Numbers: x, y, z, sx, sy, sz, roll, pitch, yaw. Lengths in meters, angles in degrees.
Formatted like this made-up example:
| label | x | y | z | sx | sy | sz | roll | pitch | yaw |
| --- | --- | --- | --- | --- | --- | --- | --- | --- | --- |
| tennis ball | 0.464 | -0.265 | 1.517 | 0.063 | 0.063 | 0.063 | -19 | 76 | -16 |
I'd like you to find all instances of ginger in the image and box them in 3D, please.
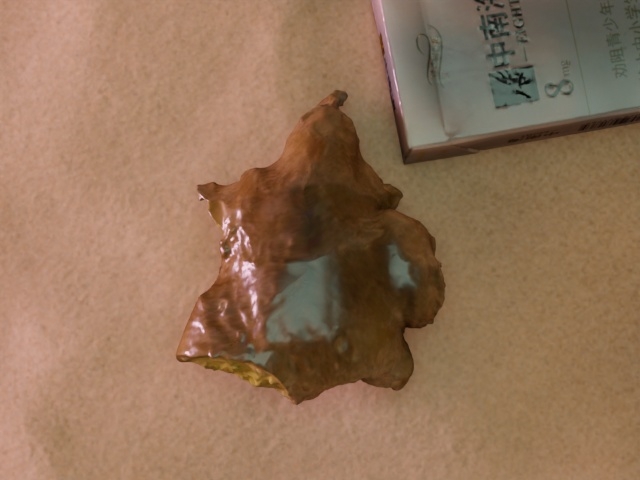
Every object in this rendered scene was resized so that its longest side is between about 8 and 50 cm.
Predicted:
| label | x | y | z | sx | sy | sz | roll | pitch | yaw |
| --- | --- | --- | --- | --- | --- | --- | --- | --- | --- |
| ginger | 0.000 | 0.000 | 1.508 | 0.218 | 0.123 | 0.270 | 13 | 81 | 4 |

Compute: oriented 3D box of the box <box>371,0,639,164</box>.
| label | x | y | z | sx | sy | sz | roll | pitch | yaw |
| --- | --- | --- | --- | --- | --- | --- | --- | --- | --- |
| box | 0.174 | -0.162 | 1.565 | 0.242 | 0.067 | 0.155 | -9 | 80 | -2 |
